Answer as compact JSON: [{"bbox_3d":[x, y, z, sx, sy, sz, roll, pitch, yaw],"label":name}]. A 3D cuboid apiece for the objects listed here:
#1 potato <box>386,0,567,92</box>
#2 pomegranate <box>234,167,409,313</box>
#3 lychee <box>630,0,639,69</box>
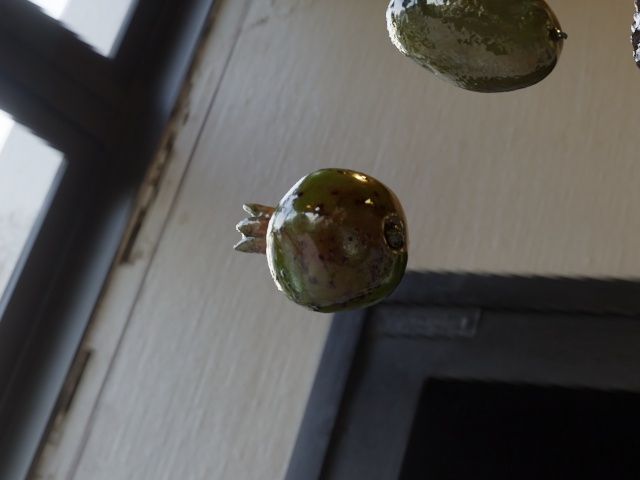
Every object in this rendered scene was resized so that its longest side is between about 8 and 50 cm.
[{"bbox_3d":[0.207,-0.268,1.780,0.251,0.159,0.174,12,18,34],"label":"potato"},{"bbox_3d":[0.000,0.000,1.444,0.205,0.159,0.159,8,-29,36],"label":"pomegranate"},{"bbox_3d":[0.325,-0.153,0.996,0.188,0.188,0.188,13,-29,8],"label":"lychee"}]
